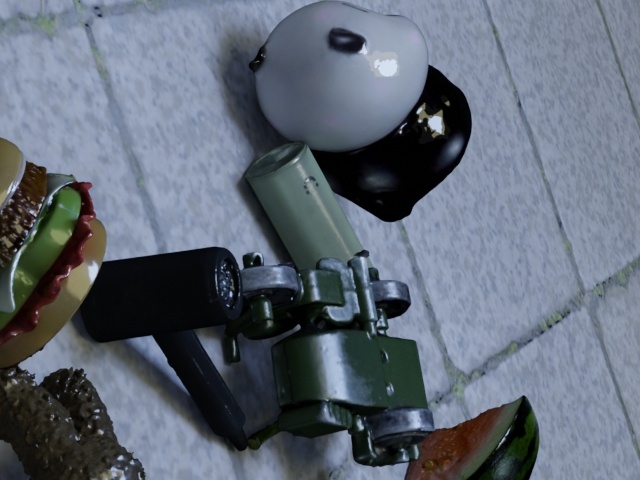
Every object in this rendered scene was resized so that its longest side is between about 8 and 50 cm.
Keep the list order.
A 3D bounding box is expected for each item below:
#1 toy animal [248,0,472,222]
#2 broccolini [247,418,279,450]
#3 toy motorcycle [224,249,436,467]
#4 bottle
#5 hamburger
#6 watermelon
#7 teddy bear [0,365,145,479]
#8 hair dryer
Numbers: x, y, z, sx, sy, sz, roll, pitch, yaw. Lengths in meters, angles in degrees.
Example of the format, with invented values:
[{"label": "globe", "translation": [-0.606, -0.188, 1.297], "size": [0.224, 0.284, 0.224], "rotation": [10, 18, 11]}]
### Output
[{"label": "toy animal", "translation": [0.038, -0.151, 1.852], "size": [0.235, 0.187, 0.165], "rotation": [47, 41, -40]}, {"label": "broccolini", "translation": [-0.027, 0.172, 1.713], "size": [0.140, 0.035, 0.030], "rotation": [-25, 93, -60]}, {"label": "toy motorcycle", "translation": [0.002, 0.112, 1.677], "size": [0.275, 0.127, 0.205], "rotation": [9, 67, -47]}, {"label": "bottle", "translation": [0.000, 0.000, 1.820], "size": [0.201, 0.072, 0.072], "rotation": [60, 30, -20]}, {"label": "hamburger", "translation": [-0.250, 0.000, 1.292], "size": [0.137, 0.175, 0.175], "rotation": [41, 39, -26]}, {"label": "watermelon", "translation": [0.177, 0.254, 1.918], "size": [0.193, 0.145, 0.137], "rotation": [8, 63, -59]}, {"label": "teddy bear", "translation": [-0.188, 0.198, 1.308], "size": [0.182, 0.129, 0.251], "rotation": [23, 54, -52]}, {"label": "hair dryer", "translation": [-0.098, 0.102, 1.550], "size": [0.255, 0.128, 0.070], "rotation": [60, 28, -43]}]
